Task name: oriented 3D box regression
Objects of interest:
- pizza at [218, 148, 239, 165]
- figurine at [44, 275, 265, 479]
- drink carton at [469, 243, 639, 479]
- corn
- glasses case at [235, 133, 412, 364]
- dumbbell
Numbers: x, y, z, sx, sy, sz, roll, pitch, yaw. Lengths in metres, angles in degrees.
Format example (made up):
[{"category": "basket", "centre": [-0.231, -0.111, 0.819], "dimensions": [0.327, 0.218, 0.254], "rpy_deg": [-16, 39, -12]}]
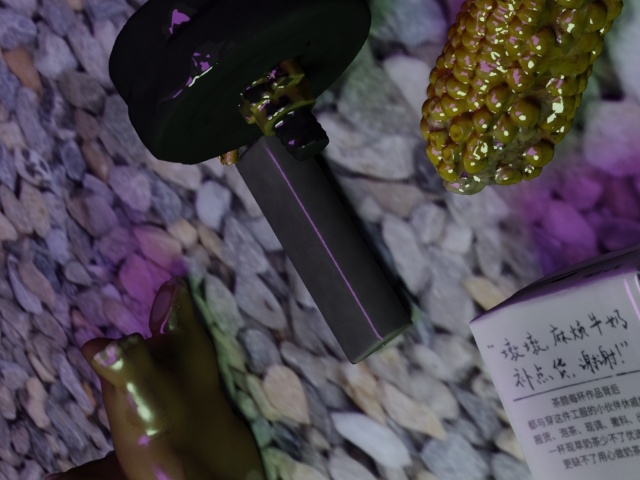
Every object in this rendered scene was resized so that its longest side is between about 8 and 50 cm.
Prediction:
[{"category": "pizza", "centre": [-0.086, -0.091, 0.972], "dimensions": [0.078, 0.025, 0.083], "rpy_deg": [139, 130, -58]}, {"category": "figurine", "centre": [-0.164, 0.191, 1.069], "dimensions": [0.173, 0.177, 0.247], "rpy_deg": [-19, 105, 27]}, {"category": "drink carton", "centre": [0.207, 0.119, 0.754], "dimensions": [0.134, 0.102, 0.222], "rpy_deg": [-23, 91, 47]}, {"category": "corn", "centre": [0.139, -0.164, 0.706], "dimensions": [0.097, 0.097, 0.319], "rpy_deg": [37, 126, 26]}, {"category": "glasses case", "centre": [0.001, 0.002, 0.935], "dimensions": [0.190, 0.042, 0.072], "rpy_deg": [59, 144, 6]}, {"category": "dumbbell", "centre": [-0.116, -0.215, 0.853], "dimensions": [0.388, 0.185, 0.185], "rpy_deg": [54, 134, 12]}]
